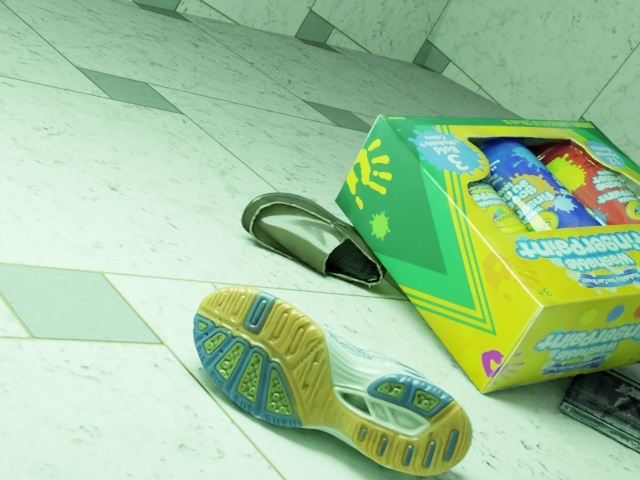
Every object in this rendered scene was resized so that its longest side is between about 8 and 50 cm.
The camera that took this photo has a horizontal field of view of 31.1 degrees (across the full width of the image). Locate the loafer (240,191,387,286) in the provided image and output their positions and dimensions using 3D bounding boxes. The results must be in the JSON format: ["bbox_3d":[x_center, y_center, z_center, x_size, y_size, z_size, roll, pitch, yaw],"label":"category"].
[{"bbox_3d":[0.000,0.000,1.546,0.220,0.080,0.078,20,17,-14],"label":"loafer"}]

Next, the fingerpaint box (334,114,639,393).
[{"bbox_3d":[0.308,-0.002,1.579,0.445,0.163,0.371,-3,44,-38],"label":"fingerpaint box"}]

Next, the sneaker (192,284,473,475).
[{"bbox_3d":[0.010,0.144,1.137,0.296,0.112,0.131,29,0,13],"label":"sneaker"}]

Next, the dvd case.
[{"bbox_3d":[0.406,0.224,1.517,0.164,0.018,0.221,27,18,14],"label":"dvd case"}]
